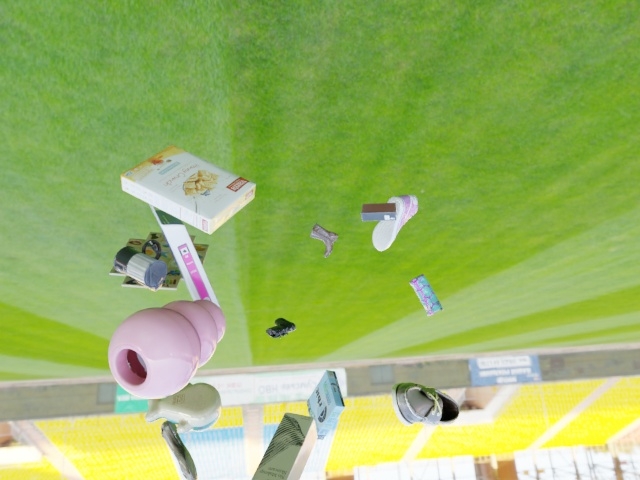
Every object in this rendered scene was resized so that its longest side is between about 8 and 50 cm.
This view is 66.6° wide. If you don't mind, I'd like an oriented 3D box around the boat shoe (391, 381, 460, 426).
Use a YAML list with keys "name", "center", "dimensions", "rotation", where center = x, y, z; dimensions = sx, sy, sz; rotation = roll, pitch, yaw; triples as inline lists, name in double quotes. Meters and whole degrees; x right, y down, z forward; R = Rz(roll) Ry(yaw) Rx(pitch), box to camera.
- name: "boat shoe"
  center: [0.300, 0.464, 1.372]
  dimensions: [0.096, 0.117, 0.324]
  rotation: [-18, 147, 27]

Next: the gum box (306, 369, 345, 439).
- name: "gum box"
  center: [0.015, 0.583, 1.731]
  dimensions: [0.041, 0.157, 0.184]
  rotation: [14, 120, -23]

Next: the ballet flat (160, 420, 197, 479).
- name: "ballet flat"
  center: [-0.532, 0.792, 1.820]
  dimensions: [0.058, 0.250, 0.084]
  rotation: [-29, 170, -8]

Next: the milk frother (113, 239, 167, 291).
- name: "milk frother"
  center: [-0.505, 0.063, 1.446]
  dimensions: [0.134, 0.143, 0.129]
  rotation: [21, 157, 26]

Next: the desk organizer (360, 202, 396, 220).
- name: "desk organizer"
  center: [0.221, -0.108, 1.840]
  dimensions: [0.130, 0.050, 0.047]
  rotation: [-1, 140, 15]

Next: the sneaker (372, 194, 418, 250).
- name: "sneaker"
  center: [0.336, -0.076, 2.108]
  dimensions: [0.161, 0.102, 0.282]
  rotation: [-16, 142, -40]

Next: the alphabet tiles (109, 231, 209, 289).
- name: "alphabet tiles"
  center: [-0.546, 0.063, 1.682]
  dimensions: [0.285, 0.343, 0.011]
  rotation: [4, 120, -5]

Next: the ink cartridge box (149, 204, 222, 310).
- name: "ink cartridge box"
  center: [-0.393, 0.035, 1.390]
  dimensions: [0.069, 0.371, 0.175]
  rotation: [-27, -154, -16]

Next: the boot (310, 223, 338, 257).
- name: "boot"
  center: [0.000, 0.000, 1.864]
  dimensions: [0.114, 0.106, 0.037]
  rotation: [23, -179, -30]

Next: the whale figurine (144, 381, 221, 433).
- name: "whale figurine"
  center: [-0.506, 0.636, 1.821]
  dimensions: [0.271, 0.216, 0.141]
  rotation: [-4, 127, -8]

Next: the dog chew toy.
- name: "dog chew toy"
  center: [-0.347, 0.239, 1.190]
  dimensions: [0.206, 0.207, 0.332]
  rotation: [-12, -173, 23]

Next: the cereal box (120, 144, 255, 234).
- name: "cereal box"
  center: [-0.289, -0.120, 1.084]
  dimensions: [0.240, 0.173, 0.047]
  rotation: [25, 131, 14]

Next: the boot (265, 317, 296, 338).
- name: "boot"
  center: [-0.163, 0.333, 1.850]
  dimensions: [0.099, 0.045, 0.121]
  rotation: [-15, -165, -42]

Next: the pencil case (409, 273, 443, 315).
- name: "pencil case"
  center: [0.393, 0.203, 1.820]
  dimensions: [0.064, 0.152, 0.070]
  rotation: [-32, 176, 30]

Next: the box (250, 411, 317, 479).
- name: "box"
  center: [-0.106, 0.673, 1.512]
  dimensions: [0.113, 0.094, 0.275]
  rotation: [2, -153, 18]
